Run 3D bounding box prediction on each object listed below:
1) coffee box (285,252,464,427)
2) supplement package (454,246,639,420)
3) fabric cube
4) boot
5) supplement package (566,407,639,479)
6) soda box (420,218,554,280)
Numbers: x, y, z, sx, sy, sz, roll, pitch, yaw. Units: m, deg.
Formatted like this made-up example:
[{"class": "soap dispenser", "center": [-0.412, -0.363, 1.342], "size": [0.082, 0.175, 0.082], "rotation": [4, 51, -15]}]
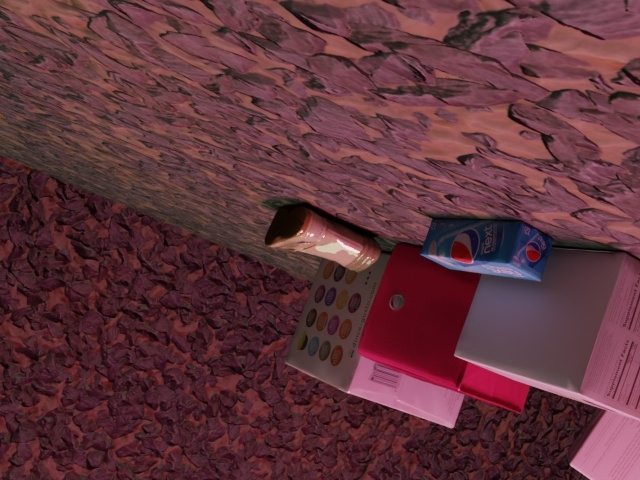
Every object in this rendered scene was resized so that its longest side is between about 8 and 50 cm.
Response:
[{"class": "coffee box", "center": [0.169, 0.236, 1.869], "size": [0.338, 0.338, 0.334], "rotation": [24, 172, -28]}, {"class": "supplement package", "center": [0.365, 0.127, 1.104], "size": [0.145, 0.204, 0.262], "rotation": [25, 172, -27]}, {"class": "fabric cube", "center": [0.279, 0.178, 1.498], "size": [0.258, 0.254, 0.259], "rotation": [13, 169, 46]}, {"class": "boot", "center": [0.000, 0.000, 1.605], "size": [0.203, 0.095, 0.262], "rotation": [22, 168, -20]}, {"class": "supplement package", "center": [0.668, 0.456, 1.455], "size": [0.293, 0.177, 0.175], "rotation": [35, -178, 19]}, {"class": "soda box", "center": [0.248, 0.011, 1.117], "size": [0.071, 0.067, 0.210], "rotation": [24, 171, -27]}]
